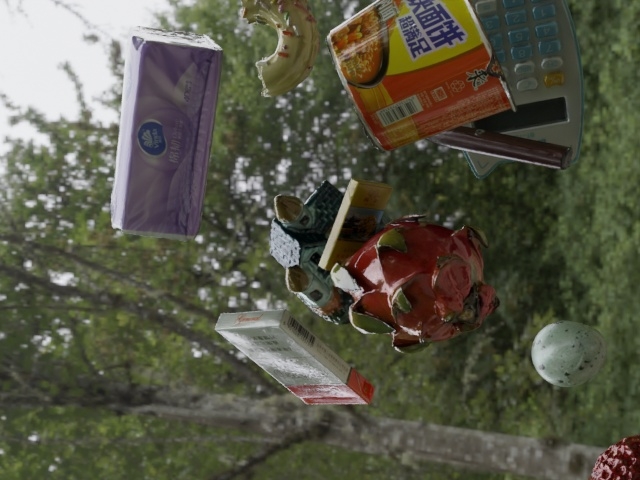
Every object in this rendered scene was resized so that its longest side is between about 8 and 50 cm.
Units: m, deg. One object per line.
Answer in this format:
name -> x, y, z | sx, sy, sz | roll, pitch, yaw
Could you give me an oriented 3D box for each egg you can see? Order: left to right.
egg -> 0.477, 0.210, 1.748 | 0.131, 0.164, 0.131 | 11, -115, -25

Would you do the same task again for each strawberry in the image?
strawberry -> 0.522, 0.449, 1.529 | 0.244, 0.205, 0.205 | -25, -66, -44

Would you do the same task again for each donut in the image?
donut -> -0.058, -0.295, 1.317 | 0.065, 0.108, 0.165 | -24, -78, -74

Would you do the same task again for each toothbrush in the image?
toothbrush -> 0.229, -0.165, 1.479 | 0.041, 0.364, 0.040 | -27, -55, -47

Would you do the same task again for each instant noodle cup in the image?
instant noodle cup -> 0.116, -0.213, 1.106 | 0.213, 0.174, 0.213 | 60, -166, -24

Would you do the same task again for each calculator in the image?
calculator -> 0.357, -0.317, 1.729 | 0.054, 0.256, 0.386 | -68, -34, -63

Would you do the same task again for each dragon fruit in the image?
dragon fruit -> 0.151, 0.067, 1.428 | 0.224, 0.227, 0.224 | 5, -101, -28

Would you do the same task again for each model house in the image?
model house -> 0.000, 0.000, 1.837 | 0.253, 0.184, 0.291 | -49, -43, 3

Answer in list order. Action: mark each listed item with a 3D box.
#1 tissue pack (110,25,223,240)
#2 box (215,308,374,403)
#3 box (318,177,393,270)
tissue pack -> -0.274, -0.190, 1.611 | 0.242, 0.160, 0.338 | -123, 41, -70
box -> -0.036, 0.183, 1.418 | 0.245, 0.139, 0.035 | 43, -128, -36
box -> 0.058, -0.023, 1.491 | 0.087, 0.023, 0.155 | 6, -70, -43
